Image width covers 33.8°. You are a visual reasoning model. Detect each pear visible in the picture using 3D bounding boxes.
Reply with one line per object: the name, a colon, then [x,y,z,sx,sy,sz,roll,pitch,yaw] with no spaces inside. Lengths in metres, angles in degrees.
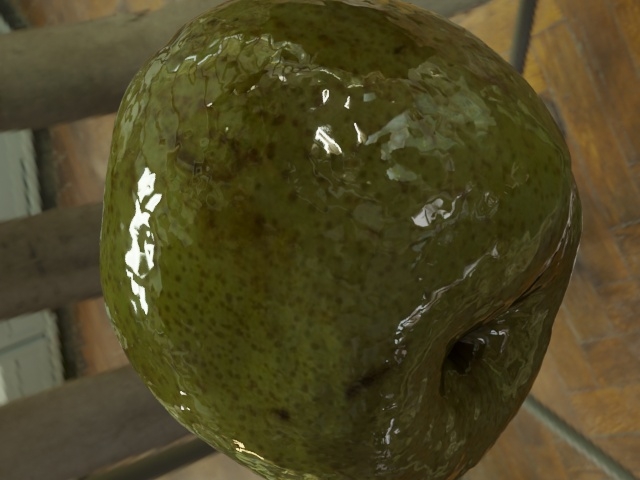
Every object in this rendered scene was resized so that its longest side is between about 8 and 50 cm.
pear: [0.000,0.000,0.481,0.211,0.188,0.228,32,118,29]
